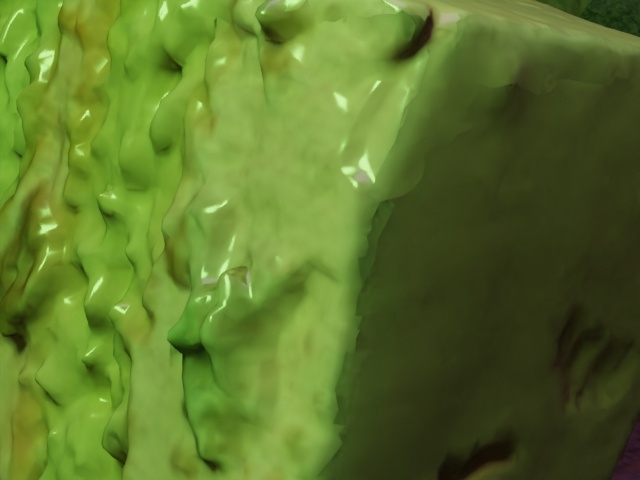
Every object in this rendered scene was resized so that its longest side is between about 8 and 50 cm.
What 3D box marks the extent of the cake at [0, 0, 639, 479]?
[{"bbox_3d":[0.000,0.000,0.676,0.293,0.314,0.307,-1,17,-41],"label":"cake"}]
